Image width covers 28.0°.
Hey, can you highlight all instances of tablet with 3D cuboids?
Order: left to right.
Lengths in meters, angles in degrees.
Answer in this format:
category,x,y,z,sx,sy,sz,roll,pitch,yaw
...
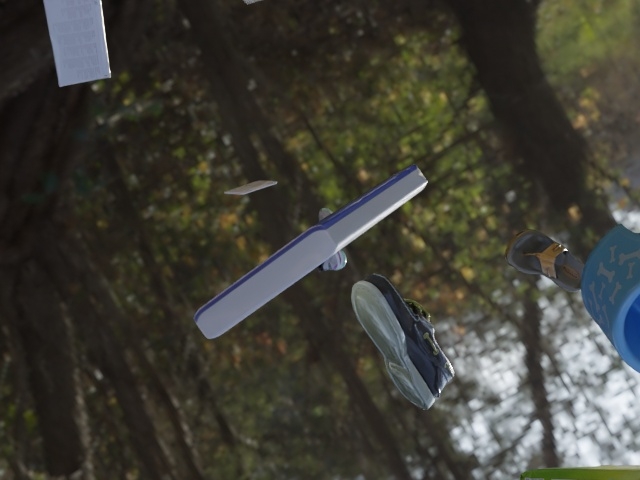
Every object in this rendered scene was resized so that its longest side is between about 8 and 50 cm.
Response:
category,x,y,z,sx,sy,sz,roll,pitch,yaw
tablet,-0.123,-0.094,2.256,0.083,0.006,0.054,-20,-163,-40

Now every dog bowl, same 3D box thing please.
category,x,y,z,sx,sy,sz,roll,pitch,yaw
dog bowl,0.363,0.011,1.112,0.297,0.166,0.074,-46,-156,26

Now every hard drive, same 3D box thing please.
category,x,y,z,sx,sy,sz,roll,pitch,yaw
hard drive,-0.004,0.007,1.582,0.210,0.040,0.318,-36,179,28

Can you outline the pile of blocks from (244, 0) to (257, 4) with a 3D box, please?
category,x,y,z,sx,sy,sz,roll,pitch,yaw
pile of blocks,-0.136,-0.615,2.297,0.112,0.362,0.149,-11,-162,24

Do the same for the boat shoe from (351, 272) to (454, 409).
category,x,y,z,sx,sy,sz,roll,pitch,yaw
boat shoe,0.106,0.116,1.610,0.068,0.228,0.081,-43,-138,-19

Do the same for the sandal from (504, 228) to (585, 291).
category,x,y,z,sx,sy,sz,roll,pitch,yaw
sandal,0.375,0.035,2.072,0.049,0.180,0.072,16,-100,61

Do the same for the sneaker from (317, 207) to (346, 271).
category,x,y,z,sx,sy,sz,roll,pitch,yaw
sneaker,0.000,0.000,1.964,0.069,0.098,0.038,-10,172,-43

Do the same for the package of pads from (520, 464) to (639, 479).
category,x,y,z,sx,sy,sz,roll,pitch,yaw
package of pads,0.392,0.313,1.491,0.229,0.101,0.296,-5,171,31

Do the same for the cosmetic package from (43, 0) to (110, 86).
category,x,y,z,sx,sy,sz,roll,pitch,yaw
cosmetic package,-0.435,-0.380,2.282,0.098,0.060,0.239,-10,148,-11
